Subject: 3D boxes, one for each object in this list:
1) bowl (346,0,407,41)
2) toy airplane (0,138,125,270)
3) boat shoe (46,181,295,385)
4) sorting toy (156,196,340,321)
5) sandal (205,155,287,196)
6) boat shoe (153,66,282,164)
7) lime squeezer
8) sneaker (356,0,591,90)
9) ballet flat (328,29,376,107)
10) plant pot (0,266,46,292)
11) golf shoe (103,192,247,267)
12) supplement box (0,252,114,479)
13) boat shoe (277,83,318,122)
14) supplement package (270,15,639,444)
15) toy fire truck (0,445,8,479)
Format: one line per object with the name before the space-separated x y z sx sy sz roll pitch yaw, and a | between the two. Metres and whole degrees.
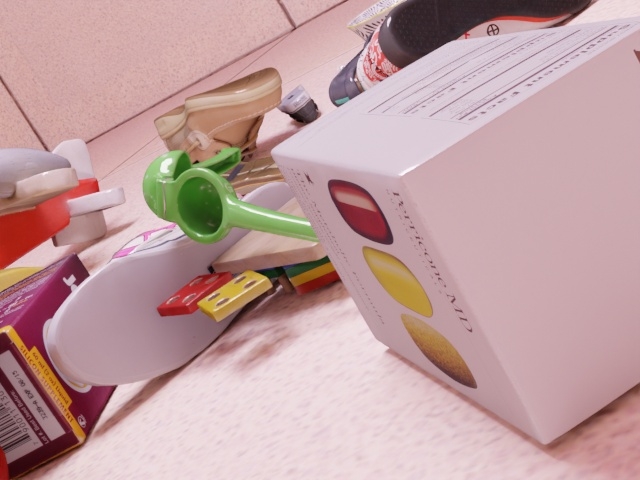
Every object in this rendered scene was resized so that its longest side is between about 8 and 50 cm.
bowl | 0.129 -0.315 1.809 0.170 0.080 0.170 -30 12 7
toy airplane | -0.470 -0.047 1.738 0.386 0.272 0.384 -29 12 11
boat shoe | -0.117 0.035 1.015 0.267 0.096 0.088 -40 11 -38
sorting toy | 0.000 0.000 0.970 0.132 0.046 0.274 -11 23 50
sandal | -0.098 -0.061 1.457 0.180 0.049 0.072 -3 33 35
boat shoe | -0.126 -0.155 1.732 0.122 0.110 0.341 -24 6 -21
lime squeezer | -0.073 -0.029 0.957 0.310 0.110 0.059 -146 70 -66
sneaker | 0.164 -0.236 1.401 0.270 0.090 0.145 -24 -8 -21
ballet flat | 0.062 -0.222 1.638 0.074 0.074 0.203 -23 17 33
plant pot | -0.352 0.068 1.475 0.083 0.081 0.081 -25 9 -22
golf shoe | -0.130 0.015 1.176 0.186 0.067 0.086 -33 14 -7
supplement box | -0.223 0.096 1.000 0.081 0.104 0.188 -28 13 12
boat shoe | -0.031 -0.189 1.789 0.049 0.040 0.142 -40 12 2
supplement package | 0.086 -0.017 0.631 0.134 0.139 0.244 -32 12 -9
toy fire truck | -0.317 0.088 0.841 0.302 0.169 0.254 -18 57 43
